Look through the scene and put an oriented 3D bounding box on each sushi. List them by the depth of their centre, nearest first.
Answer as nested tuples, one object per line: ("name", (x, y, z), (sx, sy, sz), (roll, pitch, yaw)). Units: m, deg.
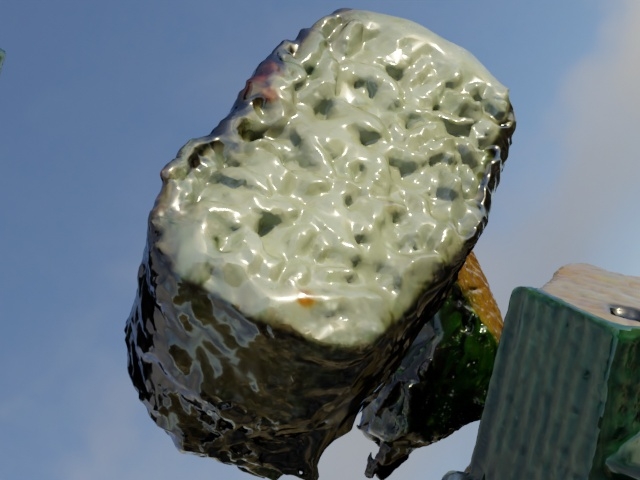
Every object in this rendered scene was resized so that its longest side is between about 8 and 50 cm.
("sushi", (0.000, 0.000, 0.597), (0.225, 0.124, 0.127), (-58, -6, -46))
("sushi", (0.120, 0.115, 1.378), (0.140, 0.149, 0.287), (-16, -50, -46))

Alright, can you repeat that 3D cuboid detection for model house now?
("model house", (0.280, 0.242, 1.265), (0.342, 0.334, 0.382), (-22, -58, -68))

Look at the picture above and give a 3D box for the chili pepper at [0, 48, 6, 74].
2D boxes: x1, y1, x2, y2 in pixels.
("chili pepper", (-0.168, -0.086, 0.397), (0.182, 0.050, 0.073), (50, -154, -34))
